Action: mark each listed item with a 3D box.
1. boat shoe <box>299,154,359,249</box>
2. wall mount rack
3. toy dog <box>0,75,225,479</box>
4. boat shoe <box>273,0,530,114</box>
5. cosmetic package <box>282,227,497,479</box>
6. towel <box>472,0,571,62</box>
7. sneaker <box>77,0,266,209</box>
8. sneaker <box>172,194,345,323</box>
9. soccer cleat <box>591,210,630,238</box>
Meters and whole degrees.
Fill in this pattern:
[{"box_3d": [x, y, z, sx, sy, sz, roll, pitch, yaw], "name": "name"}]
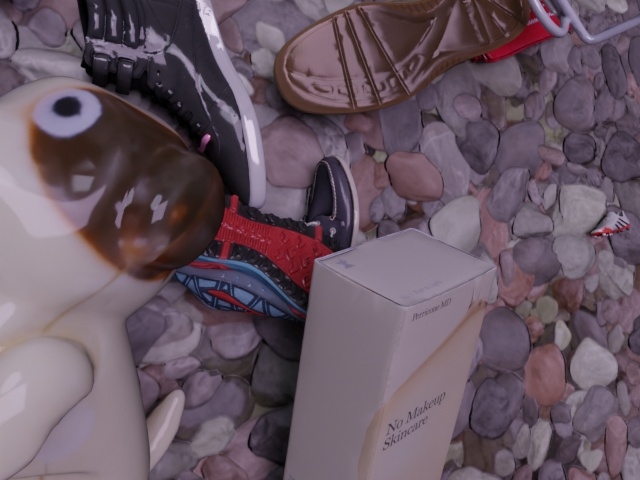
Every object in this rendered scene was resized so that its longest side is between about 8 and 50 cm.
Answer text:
[{"box_3d": [0.000, 0.000, 0.749, 0.065, 0.075, 0.206, 0, 91, -28], "name": "boat shoe"}, {"box_3d": [0.319, -0.435, 0.815, 0.304, 0.130, 0.350, 46, 43, -26], "name": "wall mount rack"}, {"box_3d": [-0.222, 0.081, 0.482, 0.395, 0.285, 0.407, 9, 106, -43], "name": "toy dog"}, {"box_3d": [0.095, -0.238, 0.790, 0.341, 0.110, 0.121, -21, 103, -15], "name": "boat shoe"}, {"box_3d": [0.064, 0.159, 0.658, 0.160, 0.113, 0.309, -17, 125, -43], "name": "cosmetic package"}, {"box_3d": [0.256, -0.406, 0.916, 0.199, 0.031, 0.274, -24, 97, -25], "name": "towel"}, {"box_3d": [-0.163, -0.155, 0.672, 0.147, 0.104, 0.295, -21, 90, -22], "name": "sneaker"}, {"box_3d": [-0.077, 0.028, 0.690, 0.262, 0.125, 0.104, 28, 53, -16], "name": "sneaker"}, {"box_3d": [0.448, -0.026, 0.984, 0.083, 0.029, 0.035, -12, 83, -28], "name": "soccer cleat"}]
